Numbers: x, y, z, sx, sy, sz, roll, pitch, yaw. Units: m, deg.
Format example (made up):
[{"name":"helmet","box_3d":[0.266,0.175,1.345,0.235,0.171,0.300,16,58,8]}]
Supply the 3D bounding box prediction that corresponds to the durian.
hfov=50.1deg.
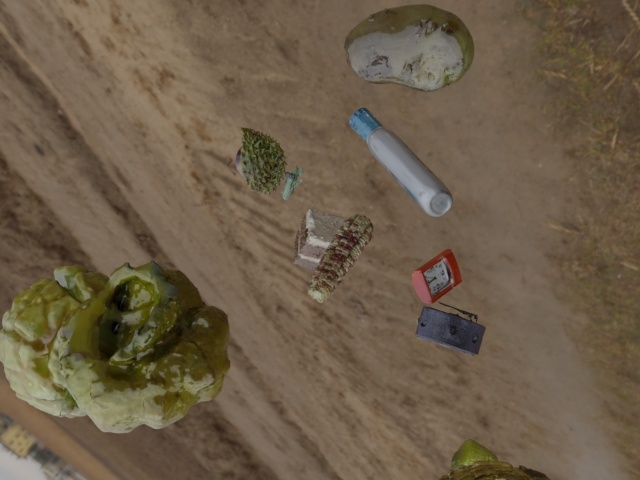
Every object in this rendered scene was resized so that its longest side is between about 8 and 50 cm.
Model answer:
[{"name":"durian","box_3d":[-0.154,-0.190,1.751,0.119,0.108,0.187,0,114,18]}]

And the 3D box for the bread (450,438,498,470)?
[{"name":"bread","box_3d":[0.425,0.619,1.887,0.114,0.129,0.111,25,143,2]}]

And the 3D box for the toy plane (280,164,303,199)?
[{"name":"toy plane","box_3d":[-0.067,-0.131,1.542,0.033,0.083,0.080,27,180,-28]}]

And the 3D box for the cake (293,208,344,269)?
[{"name":"cake","box_3d":[0.000,0.000,2.044,0.134,0.135,0.147,17,138,-19]}]

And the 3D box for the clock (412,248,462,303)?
[{"name":"clock","box_3d":[0.345,0.108,2.050,0.061,0.155,0.113,-4,111,51]}]

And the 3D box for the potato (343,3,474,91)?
[{"name":"potato","box_3d":[0.173,-0.382,1.348,0.262,0.165,0.165,14,147,20]}]

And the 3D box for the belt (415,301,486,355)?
[{"name":"belt","box_3d":[0.402,0.268,2.102,0.230,0.126,0.139,20,174,-27]}]

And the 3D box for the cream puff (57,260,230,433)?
[{"name":"cream puff","box_3d":[-0.262,0.146,1.029,0.282,0.282,0.185,32,137,10]}]

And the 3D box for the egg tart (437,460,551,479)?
[{"name":"egg tart","box_3d":[0.289,0.470,1.083,0.295,0.295,0.116,20,143,31]}]

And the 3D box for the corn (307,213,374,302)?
[{"name":"corn","box_3d":[0.045,0.040,1.526,0.079,0.237,0.079,22,146,15]}]

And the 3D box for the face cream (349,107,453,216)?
[{"name":"face cream","box_3d":[0.190,-0.202,1.688,0.337,0.080,0.163,51,-170,26]}]

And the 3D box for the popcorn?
[{"name":"popcorn","box_3d":[-0.458,0.199,1.279,0.247,0.282,0.282,14,147,16]}]
